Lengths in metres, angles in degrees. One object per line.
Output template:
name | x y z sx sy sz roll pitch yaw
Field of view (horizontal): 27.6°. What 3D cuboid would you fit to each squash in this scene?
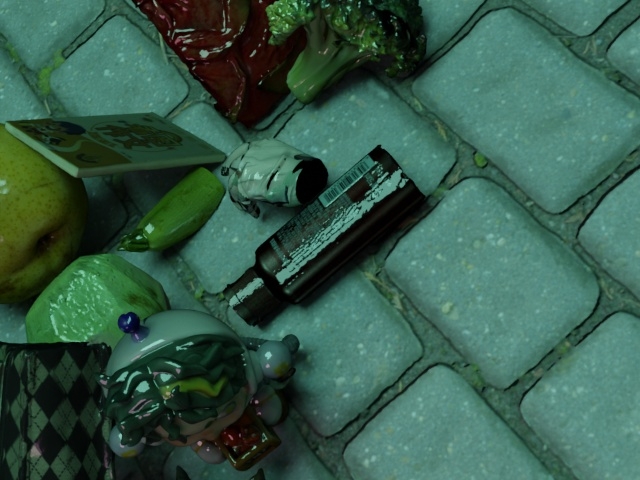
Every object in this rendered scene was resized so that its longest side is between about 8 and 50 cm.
squash | -0.245 -0.030 2.090 0.090 0.075 0.200 35 61 20

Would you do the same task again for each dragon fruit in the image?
dragon fruit | -0.192 -0.347 2.124 0.240 0.330 0.302 -25 53 42

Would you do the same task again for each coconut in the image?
coconut | -0.320 0.146 1.949 0.204 0.236 0.236 -43 49 24

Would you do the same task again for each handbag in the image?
handbag | -0.446 0.270 1.833 0.416 0.180 0.316 -2 91 54

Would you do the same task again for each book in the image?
book | -0.329 -0.159 2.101 0.208 0.295 0.020 30 118 38

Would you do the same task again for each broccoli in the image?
broccoli | 0.032 -0.316 2.031 0.247 0.263 0.243 42 120 10

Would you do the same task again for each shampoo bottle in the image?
shampoo bottle | 0.000 0.000 1.927 0.323 0.084 0.129 -41 45 4

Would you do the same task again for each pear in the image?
pear | -0.532 -0.046 2.131 0.314 0.314 0.314 -14 58 23

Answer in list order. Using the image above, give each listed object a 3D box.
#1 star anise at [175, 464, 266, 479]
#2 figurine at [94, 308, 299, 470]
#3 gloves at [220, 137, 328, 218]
star anise | -0.158 0.453 1.740 0.332 0.117 0.331 -13 51 17
figurine | -0.154 0.205 1.706 0.261 0.382 0.186 -44 64 1
gloves | -0.088 -0.105 2.012 0.212 0.111 0.127 14 69 38
